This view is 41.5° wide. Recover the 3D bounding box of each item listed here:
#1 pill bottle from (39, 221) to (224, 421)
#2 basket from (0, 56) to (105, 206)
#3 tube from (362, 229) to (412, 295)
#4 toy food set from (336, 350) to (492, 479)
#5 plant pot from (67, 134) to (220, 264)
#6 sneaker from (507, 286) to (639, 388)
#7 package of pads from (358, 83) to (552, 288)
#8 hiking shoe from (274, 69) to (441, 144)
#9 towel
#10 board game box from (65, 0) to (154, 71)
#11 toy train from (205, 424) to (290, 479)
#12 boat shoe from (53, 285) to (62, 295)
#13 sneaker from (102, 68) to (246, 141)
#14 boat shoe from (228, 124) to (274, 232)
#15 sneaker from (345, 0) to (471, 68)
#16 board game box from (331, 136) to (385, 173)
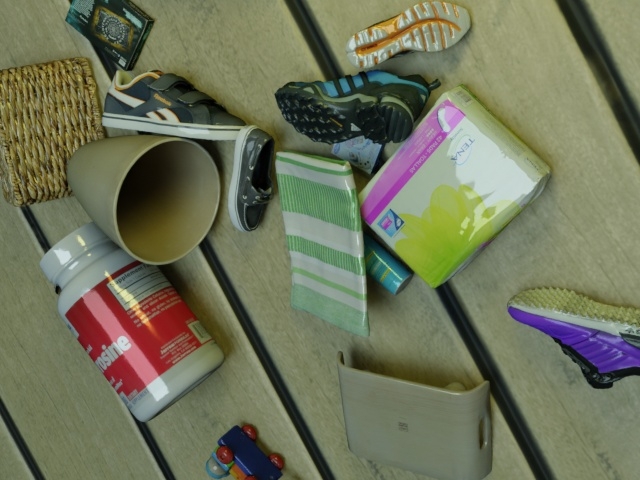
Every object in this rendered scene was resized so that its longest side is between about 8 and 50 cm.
[{"bbox_3d":[-0.411,0.164,1.813,0.229,0.229,0.407,-42,84,31],"label":"pill bottle"},{"bbox_3d":[-0.613,-0.240,1.875,0.213,0.223,0.299,11,115,61],"label":"basket"},{"bbox_3d":[0.082,0.020,1.612,0.207,0.052,0.080,40,109,19],"label":"tube"},{"bbox_3d":[0.178,0.336,1.643,0.306,0.092,0.219,9,121,27],"label":"toy food set"},{"bbox_3d":[-0.390,-0.111,1.728,0.274,0.256,0.256,21,115,39],"label":"plant pot"},{"bbox_3d":[0.452,0.177,1.424,0.293,0.102,0.146,13,112,24],"label":"sneaker"},{"bbox_3d":[0.224,-0.085,1.465,0.229,0.101,0.296,45,121,10],"label":"package of pads"},{"bbox_3d":[0.058,-0.244,1.506,0.304,0.132,0.113,15,139,35],"label":"hiking shoe"},{"bbox_3d":[0.000,0.000,1.592,0.248,0.038,0.324,18,117,53],"label":"towel"},{"bbox_3d":[-0.438,-0.456,1.751,0.186,0.026,0.126,41,120,12],"label":"board game box"},{"bbox_3d":[-0.144,0.540,1.867,0.248,0.105,0.143,45,131,9],"label":"toy train"},{"bbox_3d":[-0.586,0.103,1.982,0.066,0.066,0.183,-25,93,32],"label":"boat shoe"},{"bbox_3d":[-0.288,-0.269,1.672,0.321,0.126,0.127,10,98,18],"label":"sneaker"},{"bbox_3d":[-0.123,-0.110,1.645,0.076,0.080,0.228,26,121,32],"label":"boat shoe"},{"bbox_3d":[0.148,-0.355,1.439,0.215,0.083,0.084,-12,105,12],"label":"sneaker"},{"bbox_3d":[0.074,-0.183,1.563,0.090,0.020,0.090,30,118,18],"label":"board game box"}]
